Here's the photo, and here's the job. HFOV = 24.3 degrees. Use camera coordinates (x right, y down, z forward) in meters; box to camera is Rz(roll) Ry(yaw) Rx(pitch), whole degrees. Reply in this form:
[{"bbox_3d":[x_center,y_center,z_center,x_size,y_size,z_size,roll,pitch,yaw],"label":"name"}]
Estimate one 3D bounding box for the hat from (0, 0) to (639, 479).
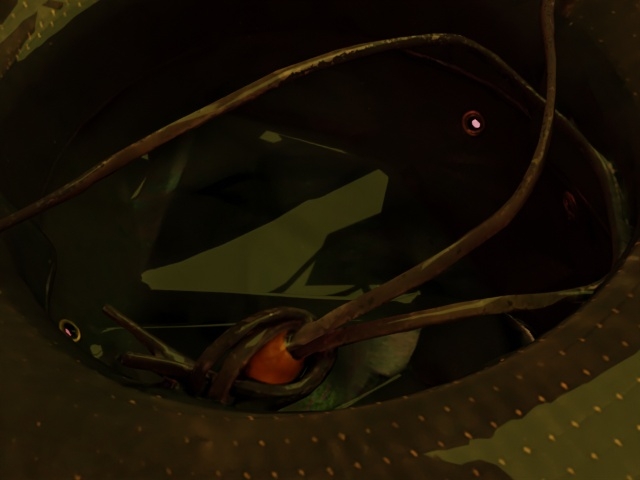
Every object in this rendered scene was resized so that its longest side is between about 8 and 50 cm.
[{"bbox_3d":[0.000,0.000,0.429,0.331,0.134,0.331,-5,50,6],"label":"hat"}]
